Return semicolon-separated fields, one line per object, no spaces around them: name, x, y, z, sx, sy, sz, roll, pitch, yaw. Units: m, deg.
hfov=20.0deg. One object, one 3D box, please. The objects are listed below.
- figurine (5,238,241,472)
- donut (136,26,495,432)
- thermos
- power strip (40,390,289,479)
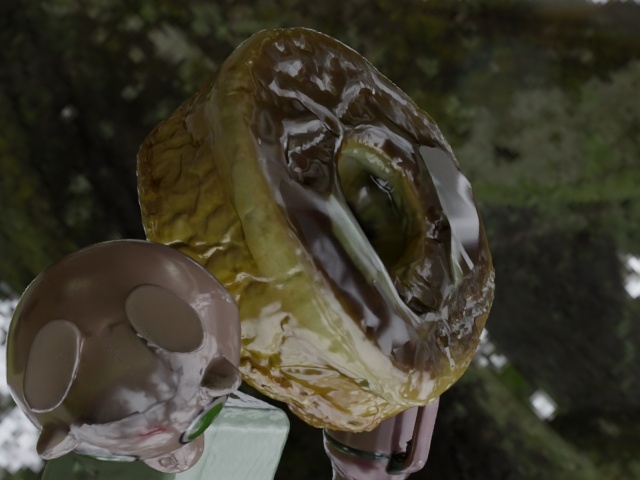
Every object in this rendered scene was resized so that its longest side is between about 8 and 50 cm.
figurine;-0.098;0.061;0.923;0.125;0.125;0.138;-48;171;-9
donut;0.000;0.000;1.374;0.160;0.330;0.330;-35;-156;28
thermos;0.079;0.148;1.882;0.136;0.330;0.109;18;-164;28
power strip;-0.122;0.196;1.645;0.140;0.224;0.139;19;-86;31
